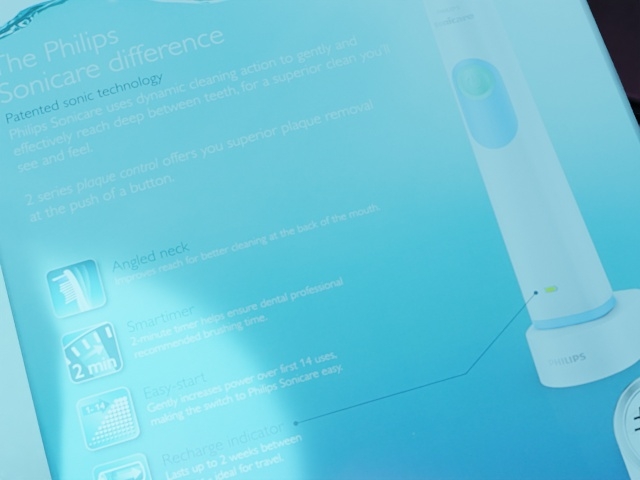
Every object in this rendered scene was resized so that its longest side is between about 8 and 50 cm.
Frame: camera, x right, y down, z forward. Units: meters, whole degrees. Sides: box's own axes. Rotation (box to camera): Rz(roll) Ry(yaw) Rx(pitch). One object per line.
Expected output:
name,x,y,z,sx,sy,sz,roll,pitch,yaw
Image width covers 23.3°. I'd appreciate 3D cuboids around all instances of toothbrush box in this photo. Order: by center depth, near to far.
toothbrush box,0.000,0.000,0.555,0.216,0.126,0.296,-17,70,-6
